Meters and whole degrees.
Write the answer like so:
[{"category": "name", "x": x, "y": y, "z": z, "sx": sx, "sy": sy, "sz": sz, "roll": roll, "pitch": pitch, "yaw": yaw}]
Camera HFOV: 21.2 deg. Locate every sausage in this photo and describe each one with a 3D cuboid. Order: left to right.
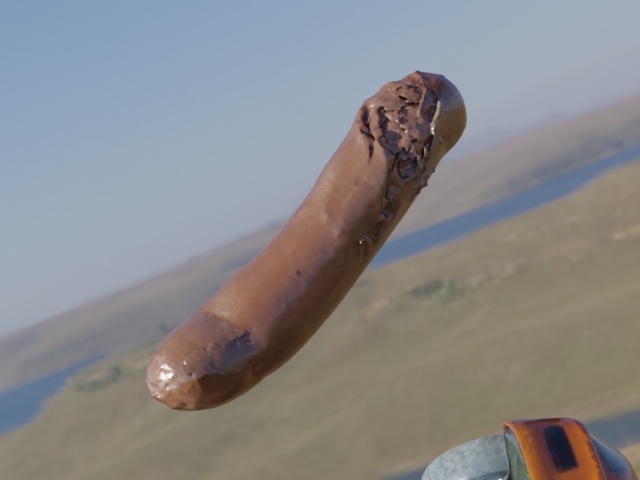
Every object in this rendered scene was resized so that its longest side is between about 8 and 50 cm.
[{"category": "sausage", "x": -0.001, "y": 0.000, "z": 1.083, "sx": 0.304, "sy": 0.078, "sz": 0.078, "roll": -51, "pitch": 15, "yaw": -26}]

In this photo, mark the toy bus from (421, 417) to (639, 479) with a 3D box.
[{"category": "toy bus", "x": 0.098, "y": 0.202, "z": 0.672, "sx": 0.153, "sy": 0.143, "sz": 0.329, "roll": -2, "pitch": -38, "yaw": -11}]
